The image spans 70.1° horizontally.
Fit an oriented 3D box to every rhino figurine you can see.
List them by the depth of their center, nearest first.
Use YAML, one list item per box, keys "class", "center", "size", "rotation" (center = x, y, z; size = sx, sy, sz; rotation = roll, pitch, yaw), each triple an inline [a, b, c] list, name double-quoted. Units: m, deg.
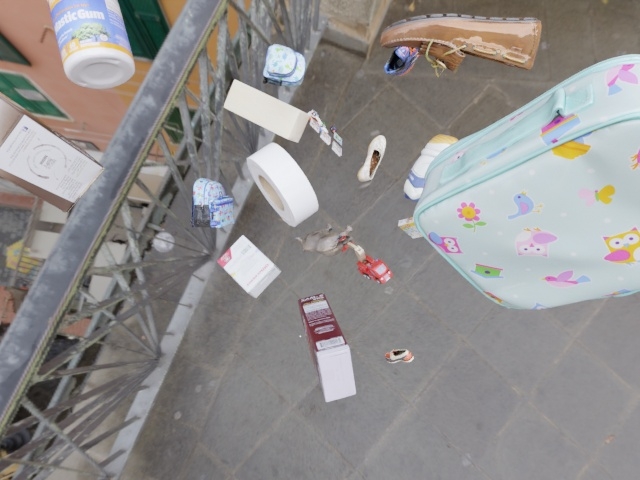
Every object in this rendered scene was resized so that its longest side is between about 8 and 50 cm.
- class: "rhino figurine"
  center: [0.000, 0.000, 1.397]
  size: [0.106, 0.243, 0.073]
  rotation: [-37, 110, -24]

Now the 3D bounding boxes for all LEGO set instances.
- class: "LEGO set"
  center: [0.014, -0.448, 1.901]
  size: [0.060, 0.244, 0.182]
  rotation: [-38, 113, 24]

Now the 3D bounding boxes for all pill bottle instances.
- class: "pill bottle"
  center: [-0.542, -0.512, 1.066]
  size: [0.152, 0.152, 0.272]
  rotation: [-17, 84, -6]

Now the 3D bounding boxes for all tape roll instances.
- class: "tape roll"
  center: [-0.130, -0.186, 1.556]
  size: [0.100, 0.286, 0.286]
  rotation: [-37, 82, -13]

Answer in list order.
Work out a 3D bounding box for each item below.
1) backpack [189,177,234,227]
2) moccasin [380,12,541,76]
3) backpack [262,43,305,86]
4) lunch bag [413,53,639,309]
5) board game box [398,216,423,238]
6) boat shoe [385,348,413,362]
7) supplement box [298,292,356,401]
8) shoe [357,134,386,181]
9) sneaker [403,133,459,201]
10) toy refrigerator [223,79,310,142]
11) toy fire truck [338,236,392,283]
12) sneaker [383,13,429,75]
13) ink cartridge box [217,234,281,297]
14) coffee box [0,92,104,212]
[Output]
- class: "backpack"
  center: [-0.384, -0.136, 1.626]
  size: [0.117, 0.158, 0.173]
  rotation: [1, 96, 17]
- class: "moccasin"
  center: [0.340, -0.483, 1.142]
  size: [0.380, 0.139, 0.147]
  rotation: [5, 112, 4]
- class: "backpack"
  center: [-0.100, -0.494, 1.299]
  size: [0.114, 0.084, 0.105]
  rotation: [13, 87, -4]
- class: "lunch bag"
  center: [0.249, -0.043, 0.467]
  size: [0.224, 0.279, 0.108]
  rotation: [41, 52, -17]
- class: "board game box"
  center: [0.385, -0.056, 1.716]
  size: [0.103, 0.154, 0.026]
  rotation: [34, 57, -34]
- class: "boat shoe"
  center: [0.285, 0.426, 1.697]
  size: [0.043, 0.137, 0.049]
  rotation: [48, 58, -16]
- class: "supplement box"
  center: [0.010, 0.239, 1.061]
  size: [0.073, 0.239, 0.130]
  rotation: [-12, 114, -8]
- class: "shoe"
  center: [0.223, -0.335, 1.866]
  size: [0.076, 0.058, 0.219]
  rotation: [32, 76, -28]
- class: "sneaker"
  center: [0.271, -0.045, 0.767]
  size: [0.296, 0.112, 0.131]
  rotation: [35, 99, -6]
- class: "toy refrigerator"
  center: [-0.179, -0.432, 1.528]
  size: [0.269, 0.094, 0.102]
  rotation: [29, 103, 17]
- class: "toy fire truck"
  center: [0.128, 0.054, 1.378]
  size: [0.047, 0.192, 0.135]
  rotation: [-41, 109, -12]
- class: "sneaker"
  center: [0.268, -0.567, 1.355]
  size: [0.083, 0.221, 0.087]
  rotation: [49, 52, 6]
- class: "ink cartridge box"
  center: [-0.240, 0.088, 1.537]
  size: [0.127, 0.072, 0.175]
  rotation: [-46, 62, -7]
- class: "coffee box"
  center: [-0.485, -0.162, 0.701]
  size: [0.141, 0.246, 0.098]
  rotation: [32, 83, 44]
